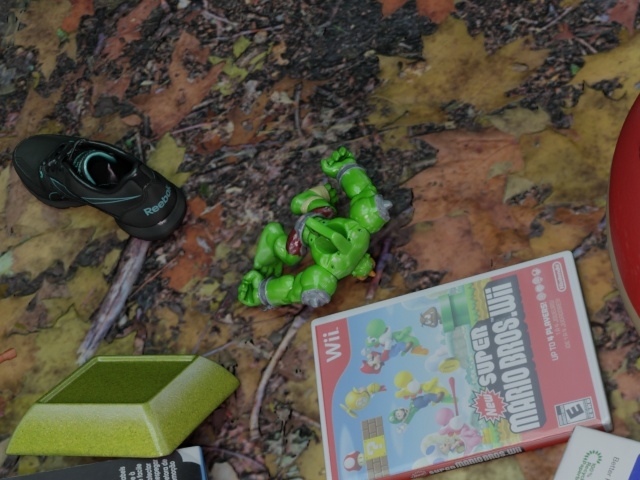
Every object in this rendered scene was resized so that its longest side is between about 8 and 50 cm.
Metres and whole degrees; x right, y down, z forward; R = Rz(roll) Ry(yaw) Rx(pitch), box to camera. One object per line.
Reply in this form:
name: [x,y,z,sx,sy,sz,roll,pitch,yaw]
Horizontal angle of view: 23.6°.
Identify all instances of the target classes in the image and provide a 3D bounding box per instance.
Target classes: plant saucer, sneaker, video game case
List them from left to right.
sneaker: [-0.274,-0.088,1.813,0.267,0.106,0.101,19,68,34]
plant saucer: [-0.204,0.163,1.577,0.188,0.045,0.188,-2,17,22]
video game case: [0.134,0.133,1.534,0.285,0.025,0.204,-16,53,13]

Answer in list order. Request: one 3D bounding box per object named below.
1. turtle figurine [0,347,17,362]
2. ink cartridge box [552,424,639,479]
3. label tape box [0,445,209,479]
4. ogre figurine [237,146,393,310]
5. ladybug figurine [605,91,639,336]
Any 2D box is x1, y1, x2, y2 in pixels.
turtle figurine: [-0.475,0.202,1.712,0.217,0.087,0.269,19,56,37]
ink cartridge box: [0.359,0.289,1.303,0.371,0.069,0.176,12,63,32]
label tape box: [-0.260,0.336,1.410,0.347,0.115,0.249,-8,36,-6]
ogre figurine: [0.000,0.000,1.640,0.197,0.097,0.118,-39,39,-20]
ladybug figurine: [0.415,-0.039,1.442,0.305,0.162,0.449,-17,52,12]
